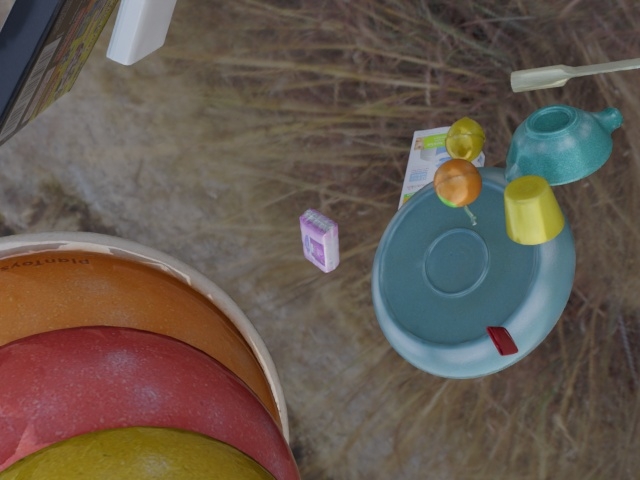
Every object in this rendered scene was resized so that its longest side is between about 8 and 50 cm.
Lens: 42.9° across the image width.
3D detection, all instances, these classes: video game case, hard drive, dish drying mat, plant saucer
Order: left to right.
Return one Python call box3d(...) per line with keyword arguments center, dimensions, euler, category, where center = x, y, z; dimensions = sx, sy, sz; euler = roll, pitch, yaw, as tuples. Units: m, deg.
box3d(center=(-0.214, -0.222, 0.722), dimensions=(0.035, 0.248, 0.275), euler=(31, 111, -12), category="video game case")
box3d(center=(-0.224, -0.420, 1.179), dimensions=(0.040, 0.203, 0.307), euler=(22, 112, -4), category="hard drive")
box3d(center=(0.199, 0.035, 1.158), dimensions=(0.318, 0.044, 0.317), euler=(-15, 64, 33), category="plant saucer")
box3d(center=(0.182, 0.099, 0.812), dimensions=(0.008, 0.083, 0.032), euler=(-31, 74, 16), category="dish drying mat")

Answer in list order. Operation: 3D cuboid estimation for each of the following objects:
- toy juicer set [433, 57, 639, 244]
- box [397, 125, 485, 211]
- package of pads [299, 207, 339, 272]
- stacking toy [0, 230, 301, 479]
box3d(center=(0.278, -0.130, 1.073), dimensions=(0.209, 0.329, 0.089), euler=(15, 143, 41), category="toy juicer set")
box3d(center=(0.228, -0.102, 1.524), dimensions=(0.114, 0.203, 0.103), euler=(-4, 146, 31), category="box")
box3d(center=(0.000, 0.000, 1.099), dimensions=(0.050, 0.032, 0.083), euler=(37, 151, 31), category="package of pads")
box3d(center=(-0.113, 0.190, 0.406), dimensions=(0.480, 0.351, 0.350), euler=(17, 127, 66), category="stacking toy")
